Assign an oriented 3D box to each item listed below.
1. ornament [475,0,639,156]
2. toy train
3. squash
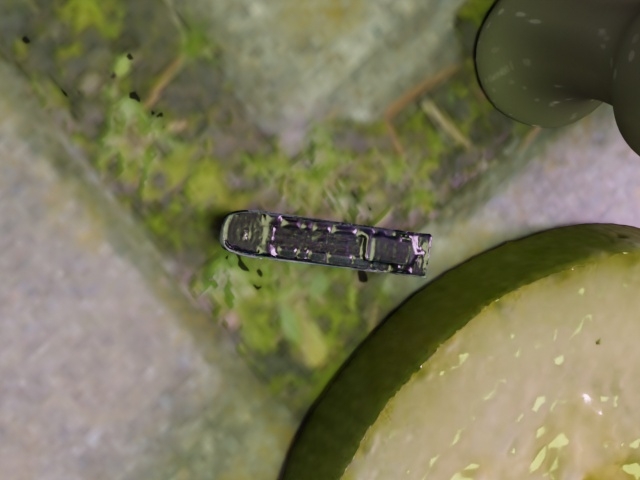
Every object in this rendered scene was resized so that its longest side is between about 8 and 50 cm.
[{"bbox_3d":[0.121,-0.056,0.654,0.075,0.156,0.081,-24,110,-20],"label":"ornament"},{"bbox_3d":[0.000,0.000,0.682,0.083,0.017,0.017,8,95,-29],"label":"toy train"},{"bbox_3d":[0.097,0.120,0.741,0.252,0.049,0.252,-6,103,-26],"label":"squash"}]
